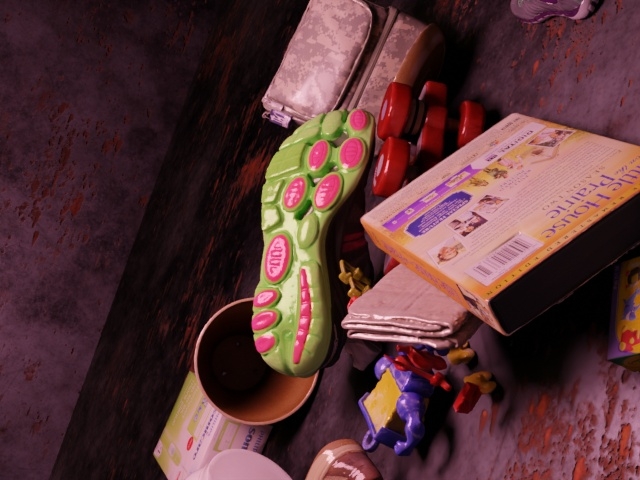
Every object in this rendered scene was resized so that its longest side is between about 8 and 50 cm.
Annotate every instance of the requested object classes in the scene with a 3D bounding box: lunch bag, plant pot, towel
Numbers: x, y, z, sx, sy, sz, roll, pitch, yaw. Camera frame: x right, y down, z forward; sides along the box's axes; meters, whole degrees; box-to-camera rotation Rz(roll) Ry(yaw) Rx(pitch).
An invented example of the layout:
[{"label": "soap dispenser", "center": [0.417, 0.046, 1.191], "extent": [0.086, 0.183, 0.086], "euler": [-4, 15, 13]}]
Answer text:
[{"label": "lunch bag", "center": [0.050, -0.336, 1.958], "extent": [0.212, 0.256, 0.305], "euler": [-104, 39, -84]}, {"label": "plant pot", "center": [0.179, -0.287, 1.836], "extent": [0.236, 0.032, 0.236], "euler": [-57, -15, -24]}, {"label": "plant pot", "center": [-0.142, 0.240, 1.960], "extent": [0.254, 0.237, 0.237], "euler": [148, 142, -76]}, {"label": "towel", "center": [0.172, 0.069, 1.373], "extent": [0.187, 0.049, 0.282], "euler": [3, 26, 38]}]

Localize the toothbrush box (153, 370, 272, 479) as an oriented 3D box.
[{"label": "toothbrush box", "center": [-0.231, 0.420, 2.066], "extent": [0.206, 0.122, 0.283], "euler": [-66, 24, 0]}]

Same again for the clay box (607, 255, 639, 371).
[{"label": "clay box", "center": [0.419, 0.063, 1.091], "extent": [0.222, 0.053, 0.127], "euler": [-30, 42, 56]}]

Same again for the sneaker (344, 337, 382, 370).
[{"label": "sneaker", "center": [0.062, 0.171, 1.759], "extent": [0.061, 0.054, 0.152], "euler": [-60, 24, 22]}]

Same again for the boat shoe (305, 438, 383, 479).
[{"label": "boat shoe", "center": [0.016, 0.474, 1.476], "extent": [0.123, 0.123, 0.342], "euler": [34, 109, 51]}]

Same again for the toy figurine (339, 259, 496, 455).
[{"label": "toy figurine", "center": [0.092, 0.211, 1.502], "extent": [0.217, 0.191, 0.362], "euler": [-65, 21, 16]}]

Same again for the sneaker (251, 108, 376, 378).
[{"label": "sneaker", "center": [0.000, 0.000, 1.717], "extent": [0.185, 0.202, 0.482], "euler": [9, 80, 25]}]

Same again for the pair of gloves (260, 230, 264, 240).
[{"label": "pair of gloves", "center": [-0.121, -0.039, 2.407], "extent": [0.074, 0.010, 0.083], "euler": [-23, 50, 56]}]

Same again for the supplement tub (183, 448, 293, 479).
[{"label": "supplement tub", "center": [-0.187, 0.538, 1.720], "extent": [0.316, 0.228, 0.228], "euler": [-54, 26, 25]}]

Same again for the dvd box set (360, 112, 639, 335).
[{"label": "dvd box set", "center": [0.261, -0.044, 1.344], "extent": [0.308, 0.062, 0.420], "euler": [-35, 23, -8]}]

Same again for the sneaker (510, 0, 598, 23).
[{"label": "sneaker", "center": [0.360, -0.412, 1.612], "extent": [0.083, 0.098, 0.224], "euler": [-66, 23, -1]}]

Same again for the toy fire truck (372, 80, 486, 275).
[{"label": "toy fire truck", "center": [0.164, -0.113, 1.701], "extent": [0.254, 0.169, 0.302], "euler": [113, 167, -52]}]
